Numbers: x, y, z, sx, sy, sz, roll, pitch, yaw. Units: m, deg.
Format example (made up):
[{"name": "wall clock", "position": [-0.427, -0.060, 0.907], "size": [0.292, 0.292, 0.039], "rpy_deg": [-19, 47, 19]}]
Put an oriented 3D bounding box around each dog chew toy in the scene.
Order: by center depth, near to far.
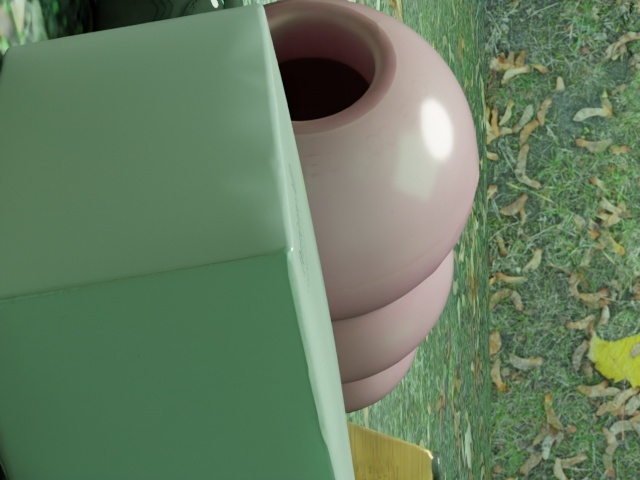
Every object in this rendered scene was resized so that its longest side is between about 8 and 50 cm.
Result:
[{"name": "dog chew toy", "position": [0.000, 0.000, 0.924], "size": [0.332, 0.206, 0.206], "rpy_deg": [85, 11, -52]}]

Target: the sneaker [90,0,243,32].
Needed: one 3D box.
[{"name": "sneaker", "position": [-0.103, -0.180, 0.767], "size": [0.106, 0.101, 0.267], "rpy_deg": [33, 53, -47]}]

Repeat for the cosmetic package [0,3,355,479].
[{"name": "cosmetic package", "position": [-0.064, 0.043, 0.640], "size": [0.224, 0.138, 0.225], "rpy_deg": [-99, 177, -56]}]

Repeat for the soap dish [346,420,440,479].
[{"name": "soap dish", "position": [0.039, 0.270, 1.111], "size": [0.291, 0.118, 0.229], "rpy_deg": [68, 22, -76]}]

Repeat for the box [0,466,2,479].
[{"name": "box", "position": [-0.169, 0.186, 0.463], "size": [0.220, 0.051, 0.175], "rpy_deg": [-33, 120, -75]}]
